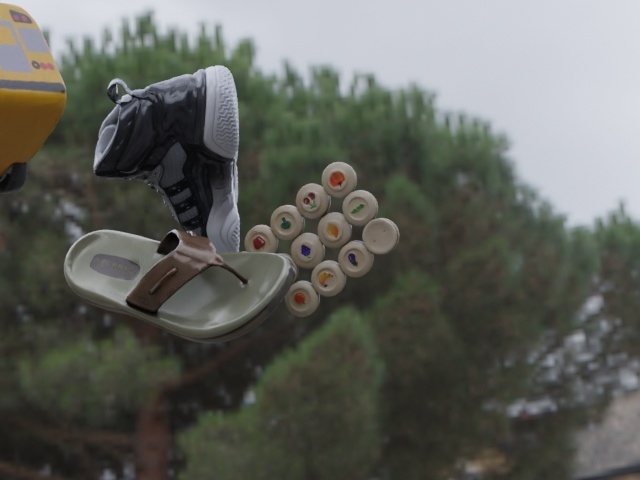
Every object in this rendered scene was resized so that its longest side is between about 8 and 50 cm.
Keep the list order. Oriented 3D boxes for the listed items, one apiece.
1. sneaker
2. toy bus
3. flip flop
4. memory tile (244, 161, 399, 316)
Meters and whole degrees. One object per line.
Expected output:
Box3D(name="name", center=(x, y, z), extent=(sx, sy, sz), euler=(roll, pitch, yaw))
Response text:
Box3D(name="sneaker", center=(-0.164, -0.064, 1.705), extent=(0.153, 0.101, 0.268), euler=(-1, -56, -4))
Box3D(name="toy bus", center=(-0.368, -0.065, 1.430), extent=(0.333, 0.130, 0.108), euler=(-39, -21, 33))
Box3D(name="flip flop", center=(-0.156, 0.029, 1.638), extent=(0.277, 0.112, 0.080), euler=(13, -33, 30))
Box3D(name="memory tile", center=(0.000, 0.000, 1.647), extent=(0.148, 0.113, 0.012), euler=(-39, -10, 18))
